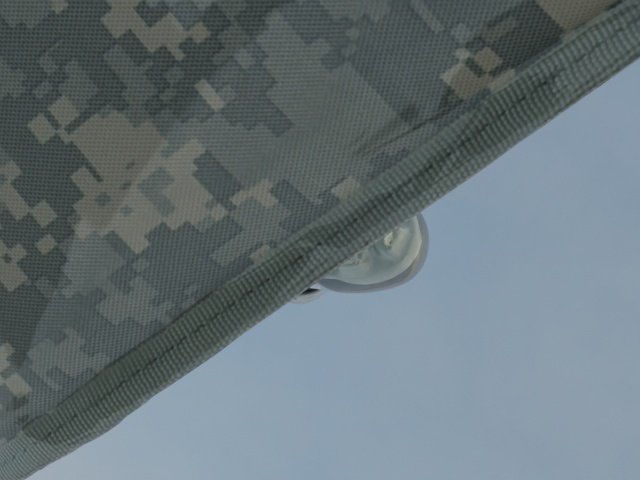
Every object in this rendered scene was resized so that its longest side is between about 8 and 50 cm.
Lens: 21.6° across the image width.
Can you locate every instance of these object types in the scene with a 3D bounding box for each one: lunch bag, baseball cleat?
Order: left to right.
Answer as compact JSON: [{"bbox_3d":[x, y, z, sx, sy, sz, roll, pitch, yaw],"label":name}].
[{"bbox_3d":[-0.064,-0.088,0.443,0.287,0.169,0.235,-35,-84,25],"label":"lunch bag"},{"bbox_3d":[0.000,0.000,0.966,0.206,0.072,0.109,16,-16,45],"label":"baseball cleat"}]
